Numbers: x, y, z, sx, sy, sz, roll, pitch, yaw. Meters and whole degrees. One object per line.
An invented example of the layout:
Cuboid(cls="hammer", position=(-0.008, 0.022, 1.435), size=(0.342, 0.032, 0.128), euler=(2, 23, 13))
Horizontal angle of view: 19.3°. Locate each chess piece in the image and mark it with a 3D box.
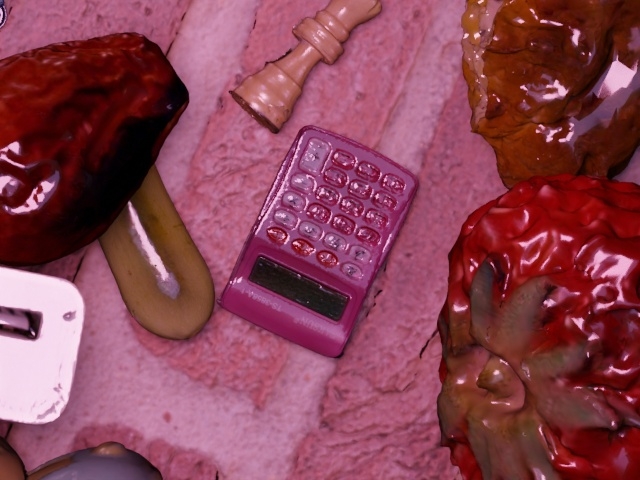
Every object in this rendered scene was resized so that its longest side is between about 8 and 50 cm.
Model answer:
Cuboid(cls="chess piece", position=(-0.005, -0.177, 1.695), size=(0.060, 0.060, 0.172), euler=(41, 87, -7))

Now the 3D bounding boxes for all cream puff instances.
Cuboid(cls="cream puff", position=(0.225, -0.175, 1.665), size=(0.241, 0.155, 0.269), euler=(-35, 117, -2))

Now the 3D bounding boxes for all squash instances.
Cuboid(cls="squash", position=(-0.164, -0.028, 1.679), size=(0.083, 0.083, 0.250), euler=(-21, 92, -4))

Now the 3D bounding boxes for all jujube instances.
Cuboid(cls="jujube", position=(-0.214, -0.084, 1.561), size=(0.236, 0.168, 0.168), euler=(-38, 97, -21))

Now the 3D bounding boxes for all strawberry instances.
Cuboid(cls="strawberry", position=(0.271, 0.075, 1.649), size=(0.345, 0.295, 0.317), euler=(-22, 102, -39))

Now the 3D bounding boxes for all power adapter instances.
Cuboid(cls="power adapter", position=(-0.274, 0.090, 1.611), size=(0.130, 0.205, 0.125), euler=(10, 84, -9))

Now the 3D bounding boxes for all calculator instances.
Cuboid(cls="calculator", position=(0.000, 0.000, 1.717), size=(0.127, 0.034, 0.190), euler=(26, 85, -6))

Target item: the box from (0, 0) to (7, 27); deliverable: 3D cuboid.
Cuboid(cls="box", position=(-0.333, -0.209, 1.660), size=(0.099, 0.054, 0.074), euler=(-22, 94, -3))

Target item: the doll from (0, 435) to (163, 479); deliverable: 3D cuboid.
Cuboid(cls="doll", position=(-0.270, 0.244, 1.635), size=(0.261, 0.177, 0.161), euler=(8, 97, -8))
